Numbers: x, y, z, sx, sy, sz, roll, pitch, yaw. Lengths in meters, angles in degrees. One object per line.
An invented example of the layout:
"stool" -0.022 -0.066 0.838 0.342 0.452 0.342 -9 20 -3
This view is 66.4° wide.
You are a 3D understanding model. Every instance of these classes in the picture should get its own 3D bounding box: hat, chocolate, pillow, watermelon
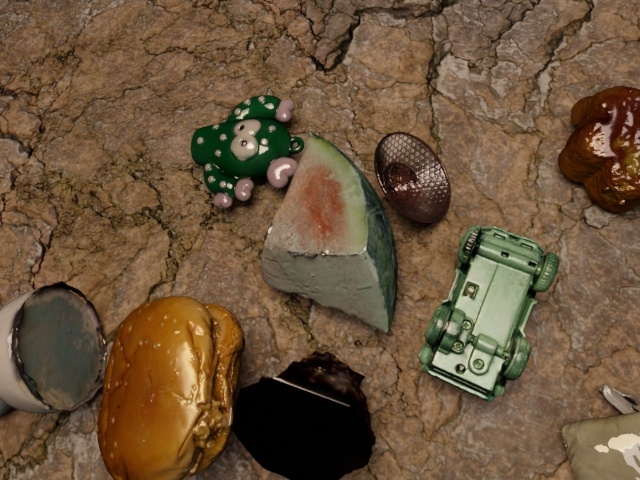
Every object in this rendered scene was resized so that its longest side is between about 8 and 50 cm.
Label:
"hat" 0.161 -0.110 0.964 0.193 0.082 0.193 14 63 -29
"chocolate" -0.012 0.271 0.832 0.224 0.206 0.177 20 29 5
"pillow" 0.470 0.333 0.740 0.181 0.078 0.134 -22 64 23
"watermelon" 0.000 0.000 0.887 0.258 0.228 0.387 -26 62 8

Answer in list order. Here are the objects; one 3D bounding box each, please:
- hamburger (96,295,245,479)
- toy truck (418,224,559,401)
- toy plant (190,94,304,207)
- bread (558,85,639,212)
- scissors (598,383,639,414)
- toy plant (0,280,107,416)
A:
"hamburger" -0.239 0.235 0.773 0.314 0.170 0.290 -28 56 43
"toy truck" 0.274 0.114 0.817 0.155 0.156 0.279 22 74 15
"toy plant" -0.149 -0.191 1.019 0.243 0.112 0.232 -21 66 6
"bread" 0.578 -0.164 0.889 0.246 0.135 0.232 17 86 12
"scissors" 0.539 0.302 0.777 0.204 0.027 0.101 36 76 17
"toy plant" -0.597 0.216 0.878 0.332 0.247 0.247 -13 68 8
